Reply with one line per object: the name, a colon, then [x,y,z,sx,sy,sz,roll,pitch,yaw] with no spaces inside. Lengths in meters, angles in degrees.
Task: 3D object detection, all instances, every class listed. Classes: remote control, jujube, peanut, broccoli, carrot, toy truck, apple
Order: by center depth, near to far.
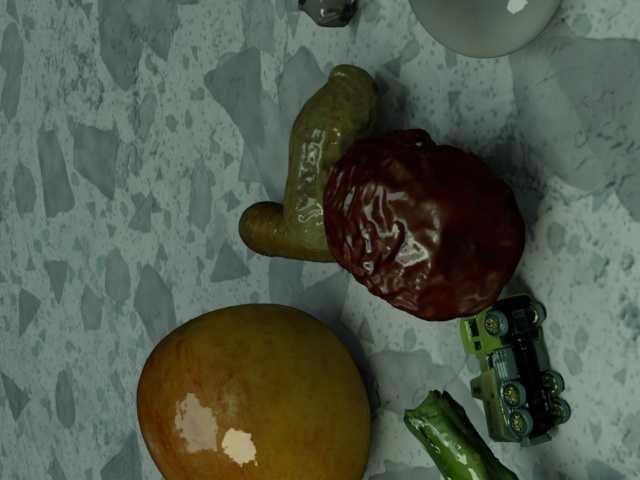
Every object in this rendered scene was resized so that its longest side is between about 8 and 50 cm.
remote control: [0.197,-0.349,1.471,0.221,0.103,0.332,48,131,25]
broccoli: [0.212,0.290,1.517,0.177,0.198,0.275,-41,59,13]
jujube: [0.109,-0.018,1.545,0.232,0.212,0.213,-149,59,-63]
toy truck: [0.210,0.151,1.564,0.100,0.077,0.169,-21,81,51]
peanut: [0.013,-0.103,1.709,0.197,0.110,0.233,-61,-23,-81]
apple: [-0.083,0.237,1.783,0.299,0.299,0.275,-43,52,47]
carrot: [0.000,0.000,1.824,0.298,0.078,0.078,12,105,48]

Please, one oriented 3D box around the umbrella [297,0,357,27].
umbrella: [0.050,-0.418,1.684,0.073,0.067,0.337,37,125,28]
